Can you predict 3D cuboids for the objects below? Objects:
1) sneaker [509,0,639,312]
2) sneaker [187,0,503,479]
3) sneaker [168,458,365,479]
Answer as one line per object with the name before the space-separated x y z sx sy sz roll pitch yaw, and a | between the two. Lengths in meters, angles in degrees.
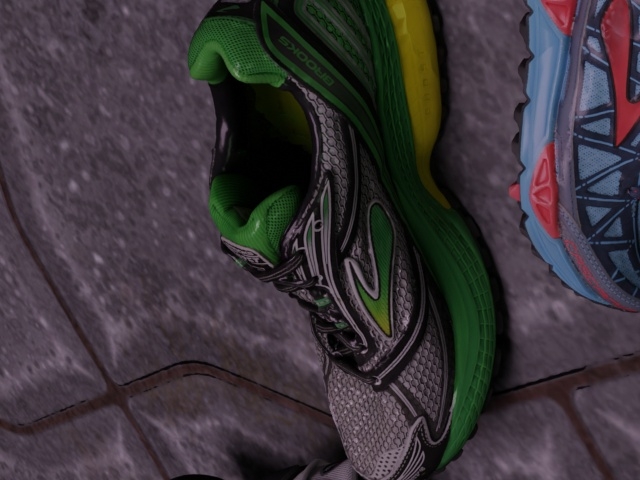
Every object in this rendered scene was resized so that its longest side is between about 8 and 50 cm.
sneaker | 0.159 -0.070 0.817 0.125 0.104 0.262 19 130 39
sneaker | 0.000 0.000 1.023 0.134 0.146 0.344 11 125 46
sneaker | 0.008 0.196 1.212 0.330 0.122 0.146 19 112 43
